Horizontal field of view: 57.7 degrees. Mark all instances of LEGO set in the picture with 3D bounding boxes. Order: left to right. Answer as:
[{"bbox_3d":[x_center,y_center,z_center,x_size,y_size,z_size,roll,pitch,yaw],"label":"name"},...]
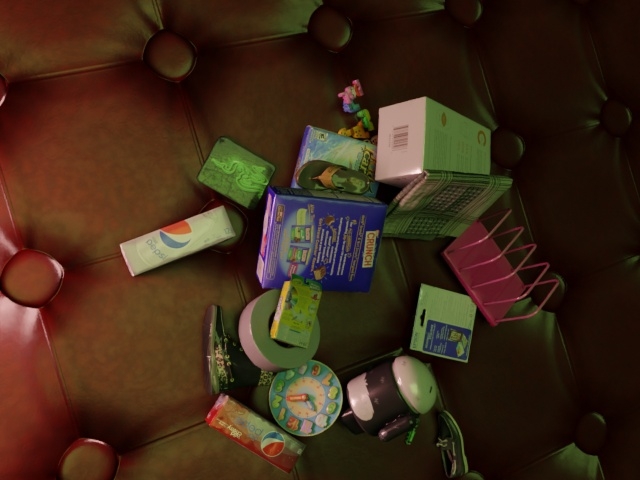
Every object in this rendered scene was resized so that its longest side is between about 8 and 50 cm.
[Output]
[{"bbox_3d":[0.096,-0.351,1.741,0.093,0.087,0.227,-25,104,-14],"label":"LEGO set"}]

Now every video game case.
[{"bbox_3d":[0.045,-0.169,1.684,0.244,0.061,0.270,13,96,-17],"label":"video game case"}]

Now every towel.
[{"bbox_3d":[0.335,-0.087,1.660,0.312,0.324,0.056,1,60,-29],"label":"towel"}]

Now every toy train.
[{"bbox_3d":[0.276,0.572,1.742,0.017,0.023,0.083,25,77,-14],"label":"toy train"}]

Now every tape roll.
[{"bbox_3d":[-0.110,0.245,1.581,0.219,0.072,0.219,15,61,-30],"label":"tape roll"}]

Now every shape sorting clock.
[{"bbox_3d":[-0.041,0.433,1.608,0.206,0.040,0.206,-2,77,8],"label":"shape sorting clock"}]

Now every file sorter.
[{"bbox_3d":[0.559,0.079,1.780,0.202,0.182,0.291,-40,98,-31],"label":"file sorter"}]

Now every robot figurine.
[{"bbox_3d":[0.185,0.436,1.615,0.278,0.173,0.209,-30,71,15],"label":"robot figurine"}]

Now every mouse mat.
[{"bbox_3d":[-0.238,-0.192,1.657,0.189,0.007,0.153,29,76,-14],"label":"mouse mat"}]

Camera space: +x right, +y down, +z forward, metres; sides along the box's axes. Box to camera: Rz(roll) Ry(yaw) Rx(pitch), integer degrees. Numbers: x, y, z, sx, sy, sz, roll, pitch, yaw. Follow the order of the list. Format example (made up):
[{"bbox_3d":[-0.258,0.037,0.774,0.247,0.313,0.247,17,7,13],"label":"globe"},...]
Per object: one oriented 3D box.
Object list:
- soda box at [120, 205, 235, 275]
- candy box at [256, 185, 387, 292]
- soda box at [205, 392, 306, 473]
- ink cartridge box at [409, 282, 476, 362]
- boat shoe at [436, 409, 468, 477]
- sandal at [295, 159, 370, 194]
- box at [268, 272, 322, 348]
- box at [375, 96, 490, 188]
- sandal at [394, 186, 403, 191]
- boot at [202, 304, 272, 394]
[{"bbox_3d":[-0.377,0.002,1.544,0.286,0.098,0.091,-23,92,-18],"label":"soda box"},{"bbox_3d":[0.000,0.000,1.609,0.317,0.122,0.268,5,108,-16],"label":"candy box"},{"bbox_3d":[-0.175,0.518,1.567,0.263,0.083,0.092,36,74,-11],"label":"soda box"},{"bbox_3d":[0.374,0.254,1.794,0.208,0.045,0.207,16,79,-18],"label":"ink cartridge box"},{"bbox_3d":[0.386,0.615,1.748,0.064,0.075,0.206,-18,95,-22],"label":"boat shoe"},{"bbox_3d":[0.041,-0.169,1.619,0.219,0.060,0.090,12,96,-16],"label":"sandal"},{"bbox_3d":[-0.063,0.185,1.541,0.105,0.043,0.179,24,73,-26],"label":"box"},{"bbox_3d":[0.336,-0.253,1.698,0.345,0.168,0.215,11,80,-43],"label":"box"},{"bbox_3d":[0.255,-0.270,1.801,0.097,0.054,0.255,-6,86,-19],"label":"sandal"},{"bbox_3d":[-0.224,0.292,1.579,0.178,0.085,0.237,1,80,-25],"label":"boot"}]
